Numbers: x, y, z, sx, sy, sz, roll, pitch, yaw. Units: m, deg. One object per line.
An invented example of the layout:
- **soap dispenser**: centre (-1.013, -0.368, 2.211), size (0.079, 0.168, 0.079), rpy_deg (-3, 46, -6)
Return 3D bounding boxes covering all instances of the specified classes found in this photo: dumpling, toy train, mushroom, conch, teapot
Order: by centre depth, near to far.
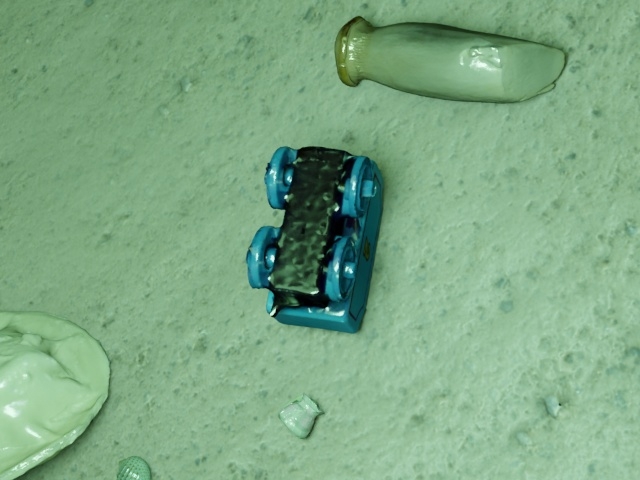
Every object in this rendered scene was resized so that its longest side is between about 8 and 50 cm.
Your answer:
- **toy train**: centre (0.000, 0.000, 1.759), size (0.188, 0.265, 0.300), rpy_deg (7, 74, 15)
- **teapot**: centre (-0.035, 0.293, 1.798), size (0.064, 0.064, 0.083), rpy_deg (-45, 30, -4)
- **mushroom**: centre (0.207, -0.313, 1.841), size (0.408, 0.154, 0.137), rpy_deg (8, 119, 28)
- **conch**: centre (-0.334, 0.429, 1.883), size (0.085, 0.057, 0.076), rpy_deg (44, 106, 29)
- **dumpling**: centre (-0.553, 0.273, 1.979), size (0.316, 0.233, 0.395), rpy_deg (-20, 46, -18)
